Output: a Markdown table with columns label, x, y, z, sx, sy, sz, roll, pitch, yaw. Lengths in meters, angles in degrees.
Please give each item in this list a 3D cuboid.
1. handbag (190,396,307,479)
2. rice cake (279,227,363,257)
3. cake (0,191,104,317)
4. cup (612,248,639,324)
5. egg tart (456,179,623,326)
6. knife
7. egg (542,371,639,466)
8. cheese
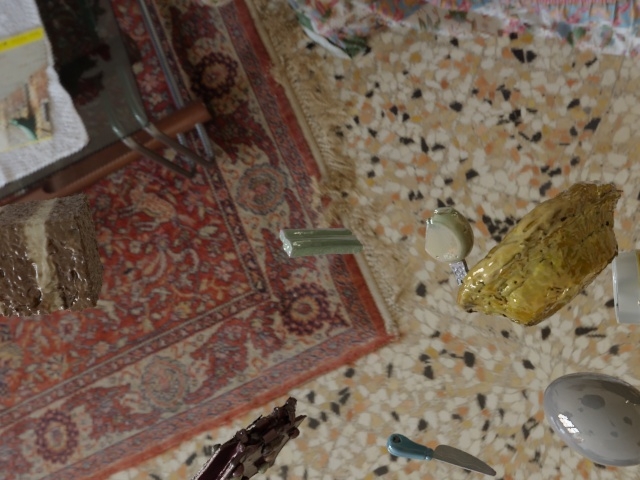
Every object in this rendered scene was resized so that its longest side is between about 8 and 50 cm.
| label | x | y | z | sx | sy | sz | roll | pitch | yaw |
| --- | --- | --- | --- | --- | --- | --- | --- | --- | --- |
| handbag | -0.136 | 0.405 | 1.429 | 0.074 | 0.203 | 0.216 | 49 | 131 | 16 |
| rice cake | -0.001 | 0.001 | 1.823 | 0.080 | 0.222 | 0.042 | 54 | 132 | 35 |
| cake | -0.369 | 0.020 | 0.990 | 0.147 | 0.134 | 0.135 | -7 | 110 | -10 |
| cup | 0.710 | 0.118 | 1.520 | 0.226 | 0.185 | 0.241 | -3 | 107 | 18 |
| egg tart | 0.383 | 0.038 | 1.258 | 0.341 | 0.341 | 0.129 | -41 | 69 | 6 |
| knife | 0.267 | 0.471 | 1.670 | 0.244 | 0.058 | 0.032 | 12 | 121 | 5 |
| egg | 0.568 | 0.359 | 1.541 | 0.232 | 0.176 | 0.176 | 21 | 86 | 24 |
| cheese | 0.233 | 0.015 | 1.373 | 0.092 | 0.171 | 0.047 | 15 | 45 | 29 |
